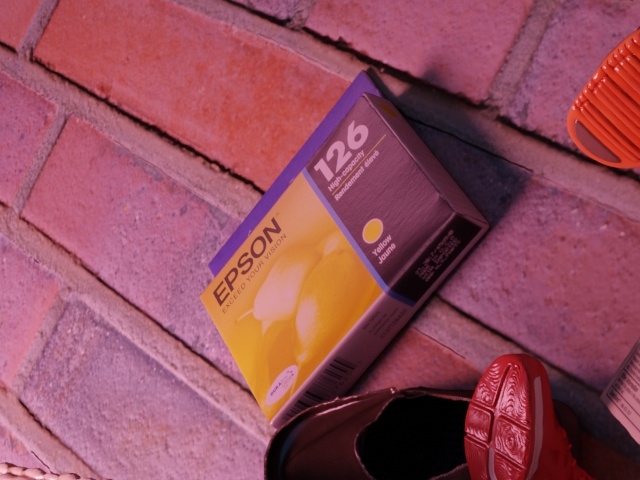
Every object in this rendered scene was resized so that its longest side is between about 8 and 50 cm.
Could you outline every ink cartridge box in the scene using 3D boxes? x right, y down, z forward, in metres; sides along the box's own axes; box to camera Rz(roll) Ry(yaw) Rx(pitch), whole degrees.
[{"bbox_3d":[0.000,0.000,1.860,0.303,0.072,0.307,-51,45,16],"label":"ink cartridge box"}]

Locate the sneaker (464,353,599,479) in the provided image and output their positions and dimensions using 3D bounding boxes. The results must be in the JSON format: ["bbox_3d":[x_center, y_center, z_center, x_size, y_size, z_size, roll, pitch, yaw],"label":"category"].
[{"bbox_3d":[0.198,0.191,1.494,0.087,0.128,0.221,30,124,50],"label":"sneaker"}]

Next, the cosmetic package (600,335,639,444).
[{"bbox_3d":[0.368,0.055,1.368,0.296,0.129,0.153,-58,13,9],"label":"cosmetic package"}]

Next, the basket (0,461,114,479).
[{"bbox_3d":[-0.185,0.396,1.623,0.328,0.331,0.266,-2,58,50],"label":"basket"}]

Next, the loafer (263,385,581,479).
[{"bbox_3d":[0.069,0.188,1.645,0.366,0.130,0.134,-16,60,41],"label":"loafer"}]

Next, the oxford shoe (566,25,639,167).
[{"bbox_3d":[0.370,-0.194,1.555,0.363,0.130,0.133,-38,14,36],"label":"oxford shoe"}]
